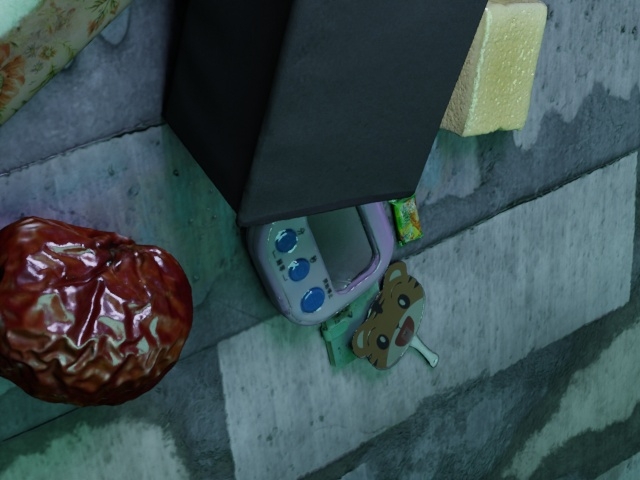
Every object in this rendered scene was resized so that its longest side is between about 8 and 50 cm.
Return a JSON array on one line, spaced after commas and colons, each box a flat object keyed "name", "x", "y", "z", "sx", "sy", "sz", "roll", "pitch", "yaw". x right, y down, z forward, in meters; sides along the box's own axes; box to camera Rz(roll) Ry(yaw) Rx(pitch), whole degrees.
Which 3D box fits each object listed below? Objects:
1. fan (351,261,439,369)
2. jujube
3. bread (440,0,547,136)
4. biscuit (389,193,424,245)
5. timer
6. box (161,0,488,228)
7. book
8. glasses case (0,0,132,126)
[{"name": "fan", "x": 0.125, "y": 0.134, "z": 1.724, "sx": 0.226, "sy": 0.008, "sz": 0.153, "roll": 43, "pitch": 71, "yaw": -48}, {"name": "jujube", "x": -0.258, "y": 0.081, "z": 1.266, "sx": 0.232, "sy": 0.213, "sz": 0.213, "roll": 12, "pitch": 105, "yaw": -34}, {"name": "bread", "x": 0.233, "y": -0.240, "z": 1.587, "sx": 0.125, "sy": 0.068, "sz": 0.188, "roll": -9, "pitch": 117, "yaw": -35}, {"name": "biscuit", "x": 0.121, "y": -0.032, "z": 1.641, "sx": 0.046, "sy": 0.016, "sz": 0.089, "roll": -30, "pitch": 128, "yaw": -23}, {"name": "timer", "x": 0.000, "y": 0.000, "z": 1.526, "sx": 0.190, "sy": 0.069, "sz": 0.208, "roll": -36, "pitch": 129, "yaw": -19}, {"name": "box", "x": 0.002, "y": -0.218, "z": 1.257, "sx": 0.251, "sy": 0.204, "sz": 0.345, "roll": -13, "pitch": 139, "yaw": -32}, {"name": "book", "x": 0.045, "y": 0.109, "z": 1.654, "sx": 0.103, "sy": 0.017, "sz": 0.135, "roll": -30, "pitch": 128, "yaw": -24}, {"name": "glasses case", "x": -0.286, "y": -0.247, "z": 1.149, "sx": 0.425, "sy": 0.098, "sz": 0.156, "roll": -46, "pitch": 134, "yaw": -10}]
